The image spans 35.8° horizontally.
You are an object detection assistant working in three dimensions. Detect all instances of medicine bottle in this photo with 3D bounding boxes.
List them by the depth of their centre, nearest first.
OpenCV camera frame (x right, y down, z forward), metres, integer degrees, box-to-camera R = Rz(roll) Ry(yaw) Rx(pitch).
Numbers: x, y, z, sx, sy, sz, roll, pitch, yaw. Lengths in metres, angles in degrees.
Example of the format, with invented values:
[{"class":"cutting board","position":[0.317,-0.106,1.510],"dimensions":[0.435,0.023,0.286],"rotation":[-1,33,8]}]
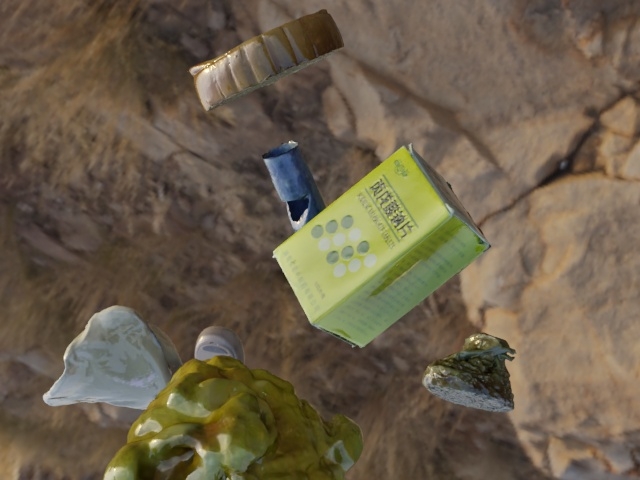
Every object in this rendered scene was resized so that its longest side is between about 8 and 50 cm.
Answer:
[{"class":"medicine bottle","position":[0.082,0.010,1.346],"dimensions":[0.141,0.250,0.137],"rotation":[33,-158,-51]}]

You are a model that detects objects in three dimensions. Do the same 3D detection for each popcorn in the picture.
[{"class":"popcorn","position":[-0.090,0.257,1.096],"dimensions":[0.250,0.241,0.235],"rotation":[18,143,11]}]

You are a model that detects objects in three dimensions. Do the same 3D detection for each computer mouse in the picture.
[{"class":"computer mouse","position":[-0.127,0.150,1.272],"dimensions":[0.066,0.039,0.096],"rotation":[9,123,15]}]

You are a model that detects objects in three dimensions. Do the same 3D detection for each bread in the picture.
[{"class":"bread","position":[-0.081,-0.272,1.487],"dimensions":[0.236,0.236,0.070],"rotation":[-13,104,52]}]

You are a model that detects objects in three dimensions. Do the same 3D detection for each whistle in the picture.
[{"class":"whistle","position":[0.000,0.000,1.461],"dimensions":[0.062,0.062,0.304],"rotation":[-3,118,45]}]

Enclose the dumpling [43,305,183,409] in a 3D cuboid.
[{"class":"dumpling","position":[-0.375,0.245,1.786],"dimensions":[0.187,0.243,0.318],"rotation":[48,157,18]}]

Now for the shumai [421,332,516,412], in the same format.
[{"class":"shumai","position":[0.188,0.155,1.205],"dimensions":[0.124,0.087,0.099],"rotation":[28,160,-39]}]
